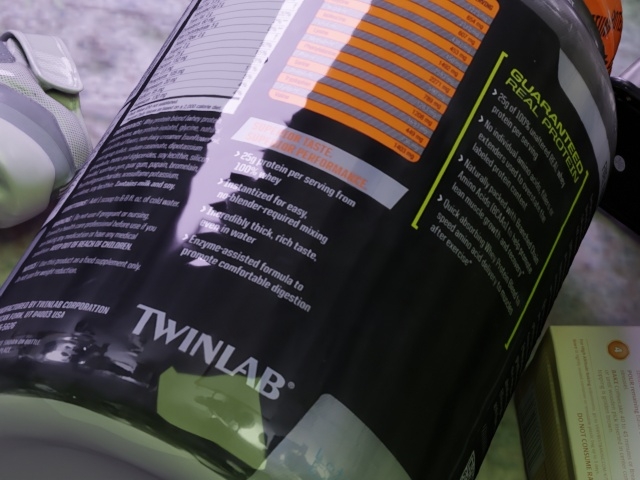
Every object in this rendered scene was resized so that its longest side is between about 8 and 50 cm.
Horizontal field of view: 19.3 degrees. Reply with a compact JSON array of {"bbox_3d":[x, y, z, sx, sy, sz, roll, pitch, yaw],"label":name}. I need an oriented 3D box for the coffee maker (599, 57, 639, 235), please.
[{"bbox_3d":[0.241,-0.061,0.963,0.171,0.120,0.178,48,61,-2],"label":"coffee maker"}]

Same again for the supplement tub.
[{"bbox_3d":[0.000,0.000,0.809,0.207,0.207,0.338,26,57,6],"label":"supplement tub"}]

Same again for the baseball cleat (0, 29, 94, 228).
[{"bbox_3d":[-0.195,-0.087,0.919,0.206,0.072,0.109,42,46,10],"label":"baseball cleat"}]

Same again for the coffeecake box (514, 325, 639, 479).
[{"bbox_3d":[0.194,0.116,0.857,0.185,0.068,0.142,1,58,-10],"label":"coffeecake box"}]
